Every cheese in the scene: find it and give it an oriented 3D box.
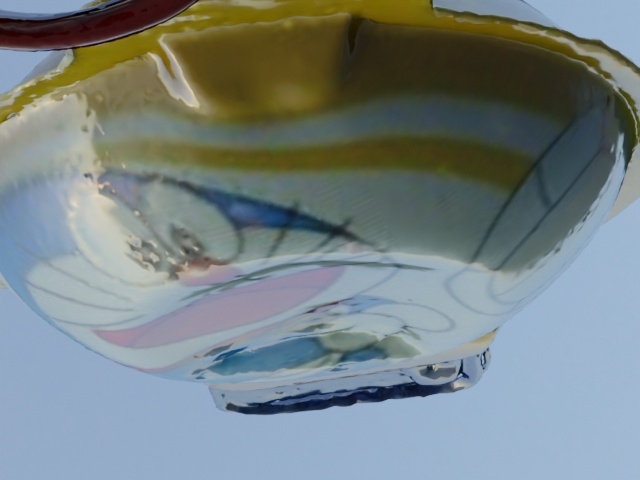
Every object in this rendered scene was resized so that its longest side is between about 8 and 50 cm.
[{"bbox_3d":[0.000,0.000,0.444,0.177,0.069,0.270,-8,-20,3],"label":"cheese"}]

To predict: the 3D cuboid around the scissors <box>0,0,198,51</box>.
[{"bbox_3d":[-0.146,-0.068,0.299,0.247,0.017,0.144,-20,-74,4],"label":"scissors"}]
